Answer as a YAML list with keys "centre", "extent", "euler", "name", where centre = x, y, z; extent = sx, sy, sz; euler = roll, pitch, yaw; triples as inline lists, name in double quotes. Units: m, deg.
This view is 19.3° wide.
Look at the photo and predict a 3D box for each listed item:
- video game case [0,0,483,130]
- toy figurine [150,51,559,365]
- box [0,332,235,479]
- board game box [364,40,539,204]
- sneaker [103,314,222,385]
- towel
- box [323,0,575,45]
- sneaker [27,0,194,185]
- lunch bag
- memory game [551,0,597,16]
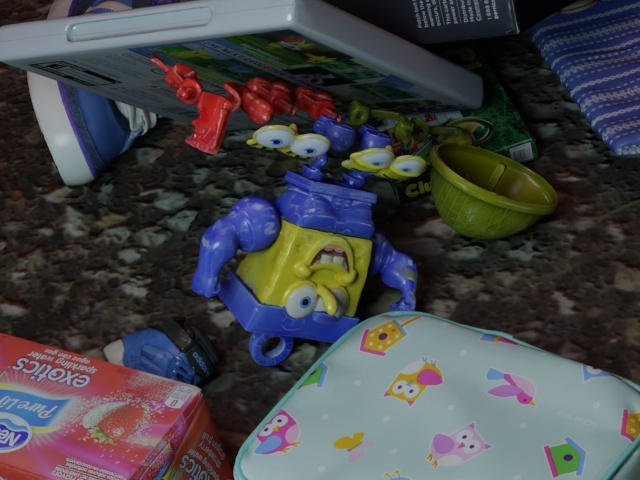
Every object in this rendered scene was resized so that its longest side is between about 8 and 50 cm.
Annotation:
- centre: [-0.063, -0.150, 1.640]
  extent: [0.300, 0.329, 0.036]
  euler: [-3, 80, 31]
  name: "video game case"
- centre: [0.000, 0.000, 1.561]
  extent: [0.362, 0.217, 0.191]
  euler: [10, 15, -38]
  name: "toy figurine"
- centre: [-0.205, 0.167, 1.429]
  extent: [0.257, 0.128, 0.122]
  euler: [12, 45, 31]
  name: "box"
- centre: [0.102, -0.133, 1.787]
  extent: [0.136, 0.030, 0.259]
  euler: [-17, 37, -5]
  name: "board game box"
- centre: [-0.118, 0.113, 1.524]
  extent: [0.084, 0.058, 0.152]
  euler: [-29, 32, -4]
  name: "sneaker"
- centre: [0.335, -0.182, 1.710]
  extent: [0.243, 0.040, 0.336]
  euler: [-17, 27, 0]
  name: "towel"
- centre: [0.101, -0.299, 1.757]
  extent: [0.312, 0.179, 0.343]
  euler: [-2, 18, 33]
  name: "box"
- centre: [-0.152, -0.188, 1.863]
  extent: [0.236, 0.130, 0.323]
  euler: [-15, 31, 8]
  name: "sneaker"
- centre: [0.086, 0.172, 1.333]
  extent: [0.279, 0.108, 0.224]
  euler: [16, 52, 37]
  name: "lunch bag"
- centre: [0.251, -0.249, 1.843]
  extent: [0.186, 0.012, 0.186]
  euler: [-18, 17, 6]
  name: "memory game"
